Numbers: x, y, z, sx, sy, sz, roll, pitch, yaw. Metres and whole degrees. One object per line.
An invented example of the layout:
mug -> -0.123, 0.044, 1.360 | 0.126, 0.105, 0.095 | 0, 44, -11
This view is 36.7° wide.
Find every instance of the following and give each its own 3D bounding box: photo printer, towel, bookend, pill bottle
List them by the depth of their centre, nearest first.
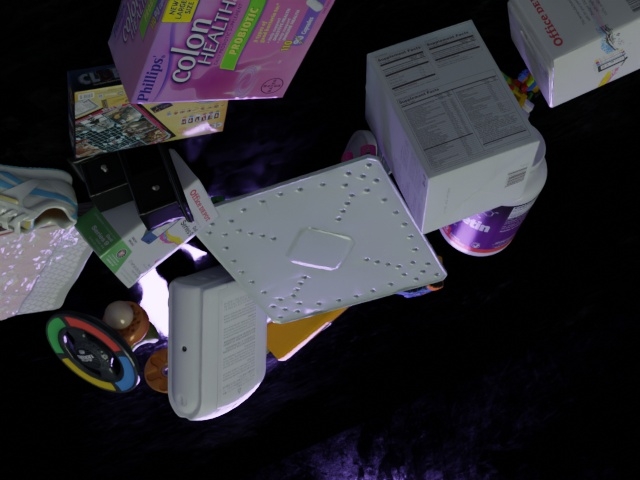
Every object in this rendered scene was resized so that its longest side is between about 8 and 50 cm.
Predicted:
bookend -> -0.305, -0.083, 1.552 | 0.157, 0.156, 0.072 | -21, 155, -4
towel -> -0.550, 0.058, 1.686 | 0.317, 0.053, 0.332 | -13, 154, -44
photo printer -> -0.211, 0.212, 2.013 | 0.107, 0.308, 0.256 | 10, -164, 29
pill bottle -> 0.364, -0.113, 2.033 | 0.181, 0.181, 0.323 | -16, 154, -15

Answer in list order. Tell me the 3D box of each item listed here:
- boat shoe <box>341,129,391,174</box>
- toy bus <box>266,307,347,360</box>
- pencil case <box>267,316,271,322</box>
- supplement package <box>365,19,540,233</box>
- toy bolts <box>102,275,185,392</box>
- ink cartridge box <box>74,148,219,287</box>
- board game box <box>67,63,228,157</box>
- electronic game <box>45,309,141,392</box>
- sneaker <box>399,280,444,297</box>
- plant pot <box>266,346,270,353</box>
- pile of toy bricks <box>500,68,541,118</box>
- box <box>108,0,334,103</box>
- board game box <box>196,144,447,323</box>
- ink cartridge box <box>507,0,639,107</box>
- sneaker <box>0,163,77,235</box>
boat shoe -> 0.077, -0.095, 1.905 | 0.099, 0.116, 0.319 | -6, 145, -25
toy bus -> -0.001, 0.147, 2.276 | 0.332, 0.108, 0.130 | -44, 173, 38
pencil case -> -0.179, 0.158, 2.184 | 0.273, 0.113, 0.124 | -26, 176, 8
supplement package -> 0.215, -0.192, 1.648 | 0.198, 0.263, 0.199 | -20, 155, -8
toy bolts -> -0.327, 0.182, 2.033 | 0.228, 0.218, 0.158 | -36, 154, -14
ink cartridge box -> -0.296, -0.037, 1.661 | 0.212, 0.093, 0.154 | -40, 158, -10
board game box -> -0.260, -0.210, 1.472 | 0.243, 0.042, 0.165 | -13, 153, -21
electronic game -> -0.473, 0.233, 2.003 | 0.048, 0.229, 0.229 | -55, 179, -40
sneaker -> 0.225, 0.116, 2.495 | 0.221, 0.083, 0.087 | 6, 148, -43
plant pot -> -0.156, 0.233, 2.414 | 0.083, 0.083, 0.079 | -13, 140, -22
pile of toy bricks -> 0.337, -0.281, 1.767 | 0.118, 0.105, 0.212 | -47, -173, 47
box -> -0.136, -0.301, 1.308 | 0.243, 0.117, 0.213 | -6, 150, -31
board game box -> 0.000, 0.000, 1.868 | 0.389, 0.050, 0.390 | -16, 138, 19
ink cartridge box -> 0.452, -0.369, 1.610 | 0.232, 0.171, 0.168 | -24, 155, 3
sneaker -> -0.492, -0.060, 1.513 | 0.228, 0.092, 0.087 | -4, 151, -33
